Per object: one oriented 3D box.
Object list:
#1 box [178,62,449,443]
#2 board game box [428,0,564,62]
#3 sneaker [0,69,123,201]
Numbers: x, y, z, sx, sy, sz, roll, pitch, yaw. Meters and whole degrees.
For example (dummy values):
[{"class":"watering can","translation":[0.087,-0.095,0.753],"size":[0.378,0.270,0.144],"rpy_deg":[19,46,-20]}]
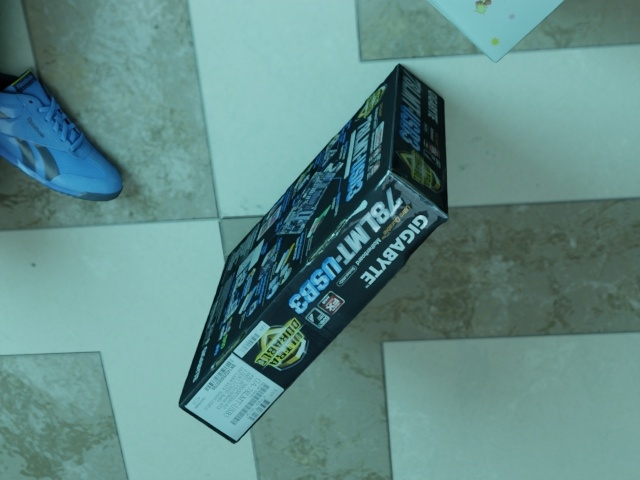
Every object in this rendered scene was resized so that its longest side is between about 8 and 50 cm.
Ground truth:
[{"class":"box","translation":[0.000,0.000,0.966],"size":[0.073,0.295,0.293],"rpy_deg":[38,113,-13]},{"class":"board game box","translation":[0.211,-0.308,0.829],"size":[0.097,0.224,0.303],"rpy_deg":[40,113,-16]},{"class":"sneaker","translation":[-0.287,-0.116,1.054],"size":[0.209,0.069,0.082],"rpy_deg":[32,113,-12]}]
